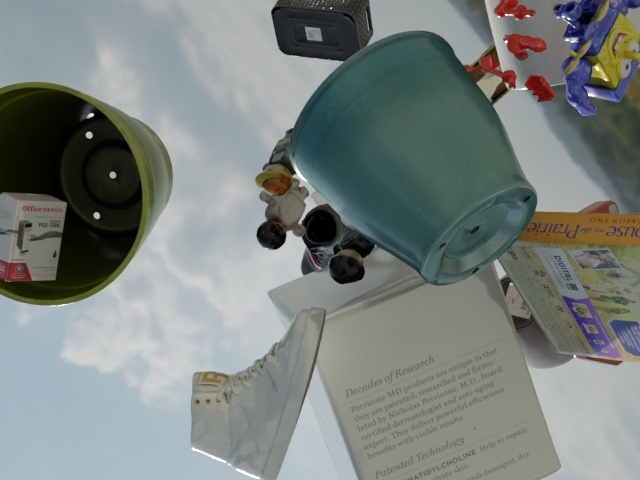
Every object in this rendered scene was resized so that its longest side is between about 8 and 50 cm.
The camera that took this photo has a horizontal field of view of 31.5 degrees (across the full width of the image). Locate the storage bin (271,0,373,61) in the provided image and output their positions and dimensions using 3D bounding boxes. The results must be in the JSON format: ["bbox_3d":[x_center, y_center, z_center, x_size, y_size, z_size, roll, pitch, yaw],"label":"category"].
[{"bbox_3d":[0.004,-0.434,2.264,0.122,0.180,0.084,78,-152,-46],"label":"storage bin"}]

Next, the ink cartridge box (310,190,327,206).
[{"bbox_3d":[0.093,-0.169,2.535,0.239,0.275,0.060,56,-158,-8],"label":"ink cartridge box"}]

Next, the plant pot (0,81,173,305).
[{"bbox_3d":[-0.422,-0.098,2.005,0.366,0.366,0.353,54,-166,-1],"label":"plant pot"}]

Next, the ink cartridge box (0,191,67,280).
[{"bbox_3d":[-0.476,-0.006,1.849,0.056,0.135,0.099,18,-168,40],"label":"ink cartridge box"}]

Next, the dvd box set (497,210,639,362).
[{"bbox_3d":[0.474,0.075,1.568,0.307,0.420,0.062,51,-125,-40],"label":"dvd box set"}]

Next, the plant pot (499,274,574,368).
[{"bbox_3d":[0.421,0.139,2.279,0.215,0.215,0.230,60,-166,22],"label":"plant pot"}]

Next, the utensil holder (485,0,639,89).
[{"bbox_3d":[0.419,-0.473,1.902,0.327,0.328,0.385,-56,-46,-75],"label":"utensil holder"}]

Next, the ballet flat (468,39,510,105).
[{"bbox_3d":[0.386,-0.365,2.397,0.123,0.348,0.123,49,-176,-4],"label":"ballet flat"}]

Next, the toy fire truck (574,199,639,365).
[{"bbox_3d":[0.487,0.083,2.020,0.254,0.169,0.302,-22,-73,-43],"label":"toy fire truck"}]

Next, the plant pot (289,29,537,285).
[{"bbox_3d":[0.140,-0.091,1.493,0.255,0.272,0.272,52,-168,29],"label":"plant pot"}]

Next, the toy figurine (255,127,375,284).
[{"bbox_3d":[0.002,-0.052,1.756,0.210,0.213,0.148,20,-127,5],"label":"toy figurine"}]

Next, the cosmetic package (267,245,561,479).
[{"bbox_3d":[0.148,0.229,1.923,0.329,0.327,0.393,-147,36,-76],"label":"cosmetic package"}]

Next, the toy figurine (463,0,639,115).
[{"bbox_3d":[0.396,-0.312,1.654,0.191,0.362,0.217,13,158,45],"label":"toy figurine"}]

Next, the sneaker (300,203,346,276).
[{"bbox_3d":[0.000,-0.001,2.310,0.147,0.296,0.104,-15,-113,-40],"label":"sneaker"}]

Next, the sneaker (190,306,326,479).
[{"bbox_3d":[-0.102,0.207,1.636,0.169,0.292,0.108,20,-159,4],"label":"sneaker"}]
